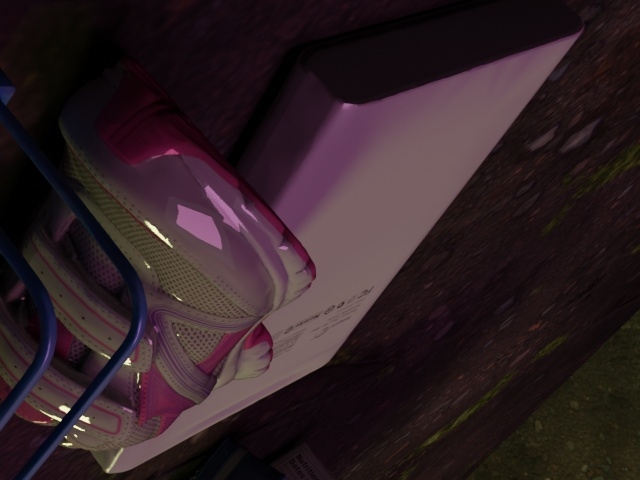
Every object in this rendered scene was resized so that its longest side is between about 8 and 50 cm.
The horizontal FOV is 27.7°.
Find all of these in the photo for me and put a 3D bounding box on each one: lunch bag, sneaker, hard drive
[{"bbox_3d":[-0.075,0.204,1.025,0.067,0.065,0.098,-49,168,-32],"label":"lunch bag"},{"bbox_3d":[-0.078,0.027,0.511,0.111,0.103,0.252,-36,162,-20],"label":"sneaker"},{"bbox_3d":[0.000,0.000,0.717,0.203,0.040,0.307,-24,156,-44],"label":"hard drive"}]

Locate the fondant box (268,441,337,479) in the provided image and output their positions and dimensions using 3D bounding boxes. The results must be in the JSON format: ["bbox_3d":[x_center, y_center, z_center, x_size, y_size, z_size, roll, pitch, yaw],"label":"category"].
[{"bbox_3d":[-0.141,0.343,1.173,0.330,0.096,0.238,-27,159,-36],"label":"fondant box"}]

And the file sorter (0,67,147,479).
[{"bbox_3d":[-0.150,0.028,0.356,0.118,0.104,0.170,-50,160,26],"label":"file sorter"}]
